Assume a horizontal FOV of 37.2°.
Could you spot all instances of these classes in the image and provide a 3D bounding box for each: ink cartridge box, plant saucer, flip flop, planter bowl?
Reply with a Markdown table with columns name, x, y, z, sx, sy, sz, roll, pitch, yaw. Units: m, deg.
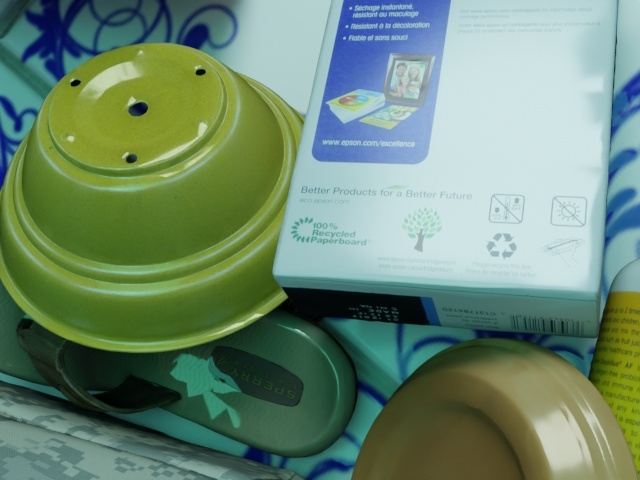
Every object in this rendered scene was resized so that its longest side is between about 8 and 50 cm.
| name | x | y | z | sx | sy | sz | roll | pitch | yaw |
| --- | --- | --- | --- | --- | --- | --- | --- | --- | --- |
| ink cartridge box | 0.086 | -0.112 | 0.549 | 0.166 | 0.065 | 0.332 | 4 | 66 | 18 |
| plant saucer | 0.072 | 0.146 | 0.481 | 0.200 | 0.037 | 0.199 | -28 | 55 | 50 |
| flip flop | -0.114 | 0.066 | 0.581 | 0.277 | 0.080 | 0.112 | 18 | 102 | 15 |
| planter bowl | -0.098 | -0.050 | 0.557 | 0.217 | 0.090 | 0.217 | -2 | 54 | 2 |

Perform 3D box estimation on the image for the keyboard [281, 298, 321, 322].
| name | x | y | z | sx | sy | sz | roll | pitch | yaw |
| --- | --- | --- | --- | --- | --- | --- | --- | --- | --- |
| keyboard | 0.000 | 0.000 | 0.601 | 0.180 | 0.023 | 0.108 | -11 | 77 | 15 |

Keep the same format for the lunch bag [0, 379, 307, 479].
| name | x | y | z | sx | sy | sz | roll | pitch | yaw |
| --- | --- | --- | --- | --- | --- | --- | --- | --- | --- |
| lunch bag | -0.174 | 0.194 | 0.490 | 0.305 | 0.256 | 0.212 | 14 | 83 | 19 |

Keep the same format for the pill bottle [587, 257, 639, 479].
| name | x | y | z | sx | sy | sz | roll | pitch | yaw |
| --- | --- | --- | --- | --- | --- | --- | --- | --- | --- |
| pill bottle | 0.195 | 0.076 | 0.477 | 0.118 | 0.117 | 0.208 | 14 | 83 | 19 |
